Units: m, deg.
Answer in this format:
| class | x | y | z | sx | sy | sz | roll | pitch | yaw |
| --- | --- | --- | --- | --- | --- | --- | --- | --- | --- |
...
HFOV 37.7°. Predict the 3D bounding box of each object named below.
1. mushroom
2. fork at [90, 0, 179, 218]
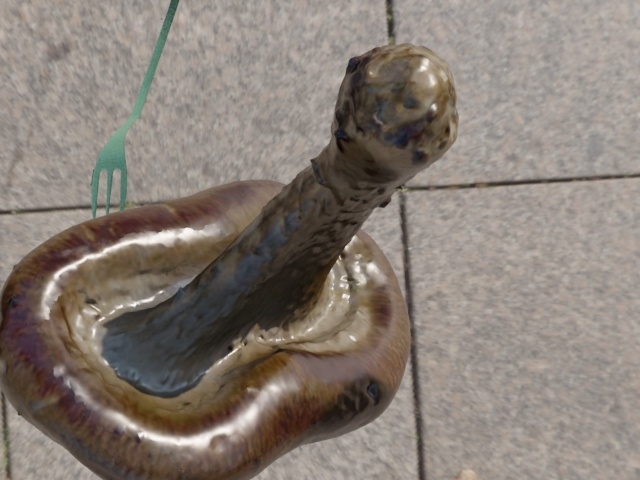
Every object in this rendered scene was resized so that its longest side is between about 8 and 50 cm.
| class | x | y | z | sx | sy | sz | roll | pitch | yaw |
| --- | --- | --- | --- | --- | --- | --- | --- | --- | --- |
| mushroom | 0.000 | 0.000 | 0.400 | 0.148 | 0.217 | 0.227 | 52 | 37 | 10 |
| fork | -0.162 | -0.127 | 0.826 | 0.039 | 0.021 | 0.235 | 1 | 65 | 23 |
